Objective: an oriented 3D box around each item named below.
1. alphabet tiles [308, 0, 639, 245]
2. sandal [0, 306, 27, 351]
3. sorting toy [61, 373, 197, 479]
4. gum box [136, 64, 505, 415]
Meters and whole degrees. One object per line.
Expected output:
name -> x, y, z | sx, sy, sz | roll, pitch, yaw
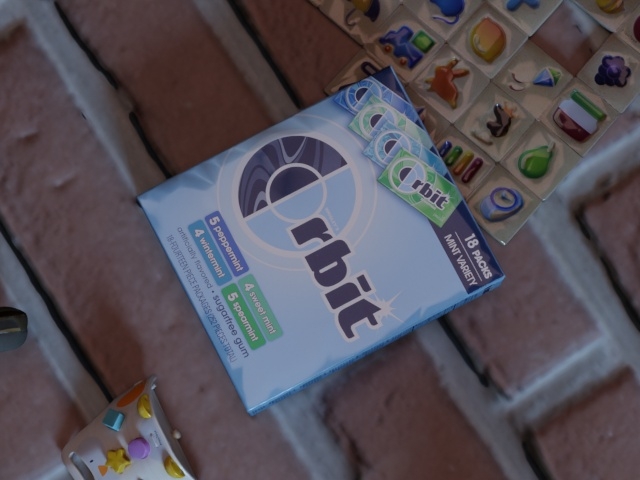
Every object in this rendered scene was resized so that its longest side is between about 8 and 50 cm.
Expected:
alphabet tiles -> 0.096, -0.145, 1.281 | 0.237, 0.009, 0.198 | 41, 82, 6
sandal -> -0.285, 0.095, 1.202 | 0.219, 0.090, 0.060 | -17, 102, -11
sorting toy -> -0.123, 0.138, 1.212 | 0.075, 0.045, 0.083 | -29, 81, 13
gum box -> 0.000, 0.000, 1.231 | 0.184, 0.041, 0.157 | -27, 82, -4
